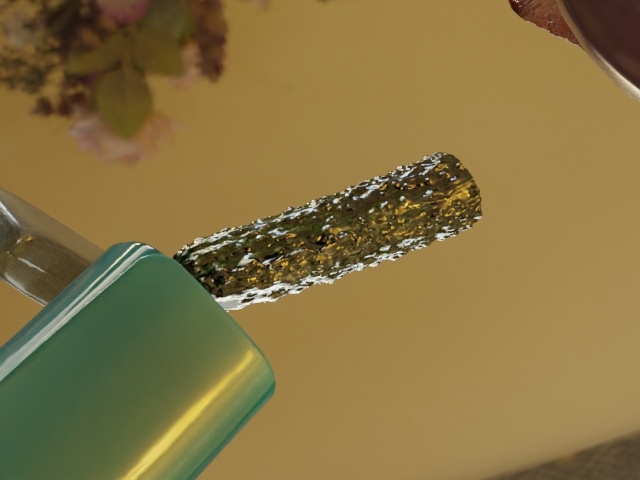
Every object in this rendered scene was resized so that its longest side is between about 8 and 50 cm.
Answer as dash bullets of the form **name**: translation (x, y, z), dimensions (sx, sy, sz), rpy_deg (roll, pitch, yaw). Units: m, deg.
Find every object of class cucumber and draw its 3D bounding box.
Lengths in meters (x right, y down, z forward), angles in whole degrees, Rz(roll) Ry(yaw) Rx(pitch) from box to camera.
- **cucumber**: translation (0.000, 0.000, 1.611), dimensions (0.096, 0.359, 0.096), rpy_deg (38, -42, 44)

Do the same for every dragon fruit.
- **dragon fruit**: translation (0.298, -0.294, 1.858), dimensions (0.096, 0.147, 0.102), rpy_deg (-56, -140, 23)

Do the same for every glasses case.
- **glasses case**: translation (-0.274, 0.042, 1.762), dimensions (0.131, 0.074, 0.323), rpy_deg (39, 1, 41)
- **glasses case**: translation (-0.151, 0.131, 0.743), dimensions (0.117, 0.301, 0.070), rpy_deg (51, -32, -12)

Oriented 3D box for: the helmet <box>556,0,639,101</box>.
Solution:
- **helmet**: translation (0.288, -0.201, 1.181), dimensions (0.271, 0.197, 0.338), rpy_deg (51, 20, 4)
